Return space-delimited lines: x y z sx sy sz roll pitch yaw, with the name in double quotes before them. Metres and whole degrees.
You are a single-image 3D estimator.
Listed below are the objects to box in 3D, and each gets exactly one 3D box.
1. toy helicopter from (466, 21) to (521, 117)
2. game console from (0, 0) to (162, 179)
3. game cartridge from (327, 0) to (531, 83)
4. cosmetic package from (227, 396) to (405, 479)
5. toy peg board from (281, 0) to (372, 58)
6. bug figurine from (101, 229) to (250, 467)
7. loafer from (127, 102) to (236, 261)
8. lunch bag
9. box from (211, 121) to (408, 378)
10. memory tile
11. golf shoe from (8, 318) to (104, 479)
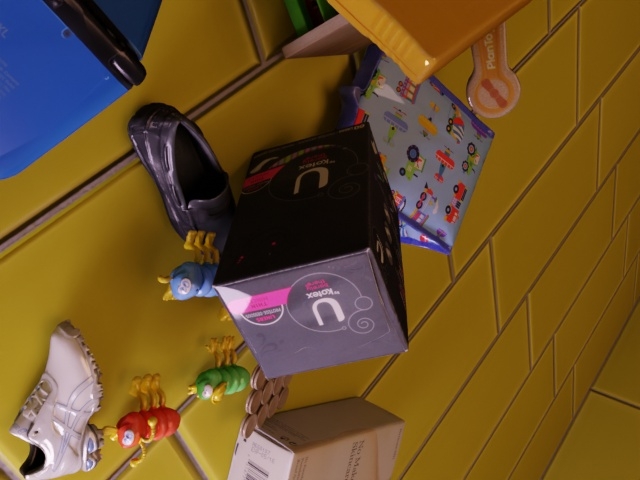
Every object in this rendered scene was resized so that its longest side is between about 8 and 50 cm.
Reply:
"toy helicopter" 0.222 -0.351 0.930 0.140 0.234 0.355 -76 155 -63
"game console" -0.279 -0.240 0.501 0.250 0.173 0.293 -35 138 4
"game cartridge" 0.076 -0.346 0.700 0.285 0.324 0.053 -40 174 -34
"cosmetic package" -0.002 0.363 1.026 0.309 0.113 0.160 6 99 -51
"toy peg board" 0.047 -0.299 0.792 0.160 0.161 0.079 -26 97 -51
"bug figurine" -0.137 0.127 0.747 0.216 0.072 0.279 -2 118 -57
"loafer" -0.136 -0.053 0.712 0.076 0.078 0.223 -49 138 -26
"lunch bag" 0.119 -0.142 0.957 0.293 0.138 0.221 35 73 -47
"box" 0.000 0.000 0.727 0.270 0.165 0.143 -86 157 -54
"memory tile" -0.073 0.212 0.920 0.148 0.012 0.113 -17 122 -68
"golf shoe" -0.272 0.171 0.649 0.086 0.069 0.176 -12 112 -42
